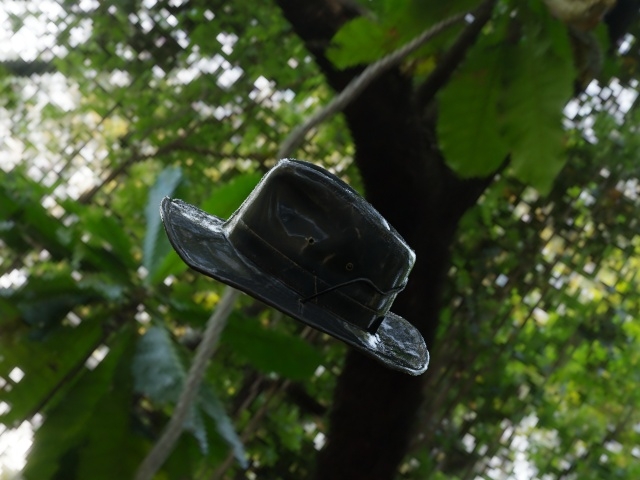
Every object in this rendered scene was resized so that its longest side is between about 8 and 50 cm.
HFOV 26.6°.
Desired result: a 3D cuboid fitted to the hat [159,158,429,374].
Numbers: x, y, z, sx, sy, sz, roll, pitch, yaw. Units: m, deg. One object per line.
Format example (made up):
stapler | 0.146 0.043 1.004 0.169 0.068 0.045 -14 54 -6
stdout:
hat | 0.000 0.000 1.426 0.331 0.134 0.331 29 12 -7
